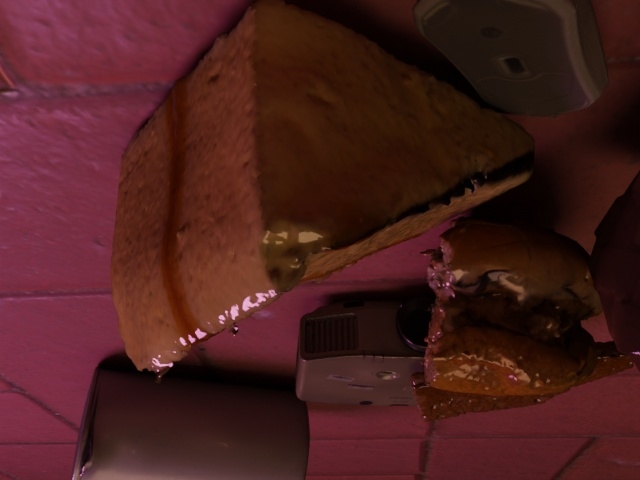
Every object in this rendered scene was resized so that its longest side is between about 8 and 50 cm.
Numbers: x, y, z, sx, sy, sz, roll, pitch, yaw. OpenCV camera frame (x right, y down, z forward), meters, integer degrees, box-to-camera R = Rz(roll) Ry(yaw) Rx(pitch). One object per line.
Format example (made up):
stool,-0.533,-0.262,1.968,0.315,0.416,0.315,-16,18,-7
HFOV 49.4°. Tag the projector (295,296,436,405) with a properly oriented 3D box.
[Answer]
projector,0.106,0.133,0.837,0.270,0.088,0.193,2,149,-3

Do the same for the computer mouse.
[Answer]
computer mouse,0.125,-0.125,0.423,0.089,0.056,0.182,9,170,34

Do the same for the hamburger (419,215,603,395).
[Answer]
hamburger,0.165,0.054,0.617,0.157,0.144,0.283,-2,176,8

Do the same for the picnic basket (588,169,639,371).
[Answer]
picnic basket,0.350,0.072,0.515,0.337,0.293,0.337,-8,142,-7

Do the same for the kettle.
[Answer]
kettle,-0.199,0.294,1.055,0.318,0.265,0.205,10,117,-16

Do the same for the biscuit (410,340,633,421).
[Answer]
biscuit,0.222,0.157,0.778,0.237,0.026,0.131,-12,149,8

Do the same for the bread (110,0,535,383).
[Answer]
bread,0.000,0.000,0.507,0.236,0.198,0.263,13,155,-32
